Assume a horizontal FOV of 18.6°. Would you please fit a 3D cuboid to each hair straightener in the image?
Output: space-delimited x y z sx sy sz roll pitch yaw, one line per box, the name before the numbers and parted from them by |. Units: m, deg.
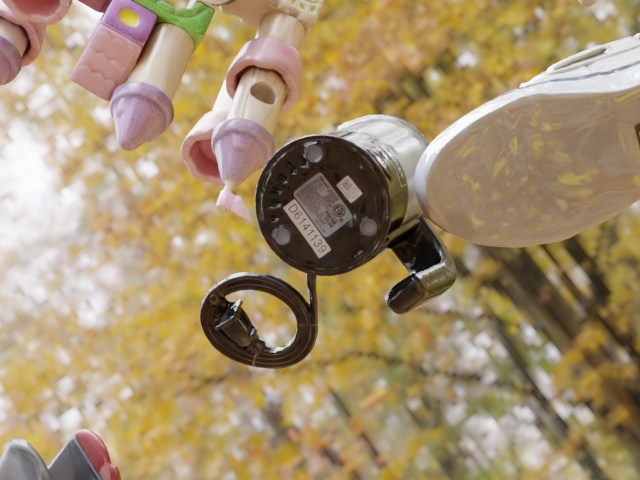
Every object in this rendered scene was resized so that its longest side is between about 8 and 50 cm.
hair straightener | -0.191 0.174 0.946 0.089 0.047 0.230 0 -39 -50

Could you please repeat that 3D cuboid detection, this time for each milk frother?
milk frother | 0.000 0.000 1.208 0.143 0.129 0.135 -19 2 18

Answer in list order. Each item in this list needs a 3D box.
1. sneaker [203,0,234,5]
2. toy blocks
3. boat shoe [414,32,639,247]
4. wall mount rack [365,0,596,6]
sneaker | -0.041 -0.201 0.957 0.111 0.121 0.300 -51 12 -14
toy blocks | -0.136 -0.181 1.641 0.309 0.288 0.260 -49 16 45
boat shoe | 0.166 -0.074 1.216 0.267 0.088 0.096 -26 -69 -19
wall mount rack | 0.145 -0.373 1.735 0.350 0.304 0.130 1 -11 -3
